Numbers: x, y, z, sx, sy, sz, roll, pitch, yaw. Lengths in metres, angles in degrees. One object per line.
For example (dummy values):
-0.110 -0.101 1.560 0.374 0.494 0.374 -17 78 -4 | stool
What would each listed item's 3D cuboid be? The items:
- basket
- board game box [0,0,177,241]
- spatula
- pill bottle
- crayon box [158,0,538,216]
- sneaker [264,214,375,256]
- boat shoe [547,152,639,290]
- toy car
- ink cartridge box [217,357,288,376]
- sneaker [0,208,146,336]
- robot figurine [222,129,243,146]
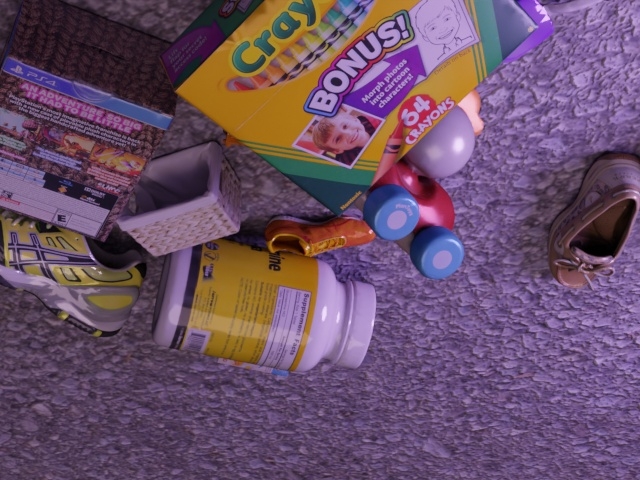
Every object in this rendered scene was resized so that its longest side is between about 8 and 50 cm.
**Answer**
-0.209 -0.059 1.994 0.167 0.113 0.103 -15 140 19 | basket
-0.355 -0.167 1.854 0.232 0.141 0.291 20 136 -18 | board game box
0.346 -0.316 1.732 0.296 0.030 0.084 -22 134 25 | spatula
-0.090 0.106 2.115 0.334 0.188 0.188 12 138 -11 | pill bottle
0.038 -0.248 1.653 0.363 0.106 0.313 -44 130 13 | crayon box
0.000 0.000 2.082 0.175 0.067 0.064 -3 137 4 | sneaker
0.419 -0.010 2.030 0.104 0.089 0.285 6 139 -4 | boat shoe
0.156 -0.111 1.891 0.238 0.219 0.210 -45 125 7 | toy car
-0.113 0.160 2.251 0.143 0.090 0.092 11 138 -11 | ink cartridge box
-0.451 0.002 2.086 0.384 0.145 0.147 31 101 -25 | sneaker
-0.045 -0.235 1.804 0.211 0.085 0.291 8 139 -7 | robot figurine
